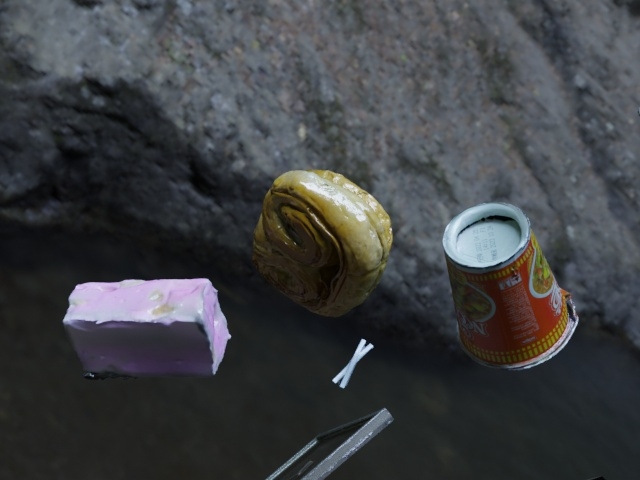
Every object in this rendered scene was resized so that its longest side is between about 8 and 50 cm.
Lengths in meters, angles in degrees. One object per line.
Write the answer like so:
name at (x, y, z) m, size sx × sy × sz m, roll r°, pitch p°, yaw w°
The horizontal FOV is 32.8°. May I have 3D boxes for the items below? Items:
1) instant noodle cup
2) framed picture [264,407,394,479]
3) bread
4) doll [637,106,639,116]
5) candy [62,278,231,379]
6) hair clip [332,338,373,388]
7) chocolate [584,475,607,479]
instant noodle cup at (0.274, 0.059, 1.635) m, size 0.193 × 0.193 × 0.212 m, roll -116°, pitch 180°, yaw -47°
framed picture at (-0.054, 0.457, 2.087) m, size 0.028 × 0.326 × 0.446 m, roll 52°, pitch -22°, yaw 3°
bread at (0.003, 0.001, 1.537) m, size 0.198 × 0.236 × 0.120 m, roll 36°, pitch 54°, yaw 9°
doll at (0.510, -0.161, 1.468) m, size 0.162 × 0.106 × 0.062 m, roll 12°, pitch -4°, yaw 1°
candy at (-0.302, 0.154, 1.889) m, size 0.116 × 0.265 × 0.156 m, roll -73°, pitch 155°, yaw -50°
hair clip at (0.068, 0.262, 2.294) m, size 0.030 × 0.115 × 0.039 m, roll 35°, pitch -13°, yaw 8°
chocolate at (0.380, 0.608, 1.767) m, size 0.383 × 0.331 × 0.384 m, roll 35°, pitch 39°, yaw -34°
